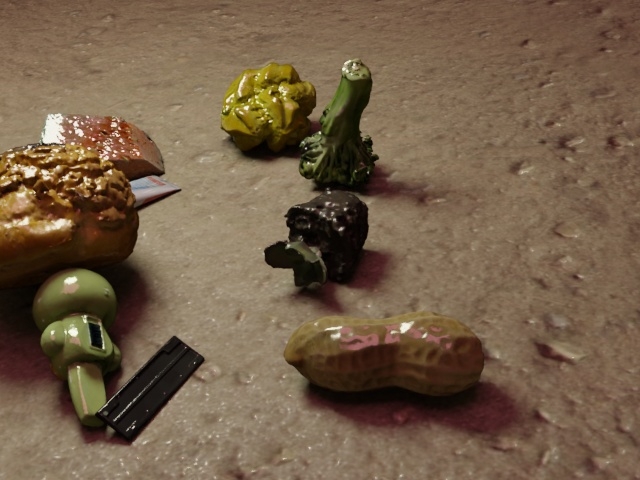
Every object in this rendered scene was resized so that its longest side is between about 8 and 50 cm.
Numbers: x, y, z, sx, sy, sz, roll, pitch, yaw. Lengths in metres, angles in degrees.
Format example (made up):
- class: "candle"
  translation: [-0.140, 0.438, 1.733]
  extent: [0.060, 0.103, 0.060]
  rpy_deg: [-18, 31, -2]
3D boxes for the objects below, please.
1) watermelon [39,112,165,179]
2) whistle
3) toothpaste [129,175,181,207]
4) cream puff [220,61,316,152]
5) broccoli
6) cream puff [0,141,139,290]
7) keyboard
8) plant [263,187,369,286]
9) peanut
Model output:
- class: "watermelon"
  translation: [-0.457, -0.196, 2.086]
  extent: [0.256, 0.140, 0.193]
  rpy_deg: [3, 52, -5]
- class: "whistle"
  translation: [-0.385, 0.165, 1.535]
  extent: [0.141, 0.141, 0.294]
  rpy_deg: [-6, 58, -1]
- class: "toothpaste"
  translation: [-0.397, -0.087, 1.974]
  extent: [0.089, 0.057, 0.234]
  rpy_deg: [26, 38, 36]
- class: "cream puff"
  translation: [-0.109, -0.278, 2.119]
  extent: [0.220, 0.195, 0.195]
  rpy_deg: [-16, 34, -9]
- class: "broccoli"
  translation: [0.050, -0.231, 1.909]
  extent: [0.164, 0.304, 0.146]
  rpy_deg: [17, 54, 3]
- class: "cream puff"
  translation: [-0.479, -0.049, 1.681]
  extent: [0.327, 0.231, 0.343]
  rpy_deg: [-14, -4, 21]
- class: "keyboard"
  translation: [-0.256, 0.219, 1.491]
  extent: [0.067, 0.011, 0.202]
  rpy_deg: [36, 42, 6]
- class: "plant"
  translation: [0.000, 0.000, 1.707]
  extent: [0.142, 0.131, 0.203]
  rpy_deg: [11, 38, 19]
- class: "peanut"
  translation: [0.092, 0.165, 1.455]
  extent: [0.298, 0.120, 0.136]
  rpy_deg: [0, 10, 9]
